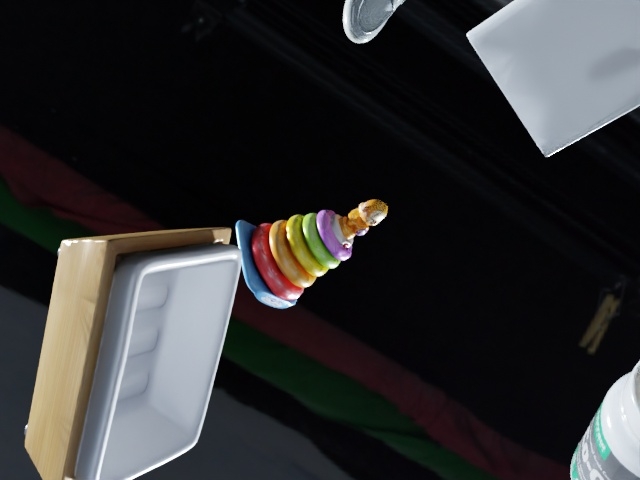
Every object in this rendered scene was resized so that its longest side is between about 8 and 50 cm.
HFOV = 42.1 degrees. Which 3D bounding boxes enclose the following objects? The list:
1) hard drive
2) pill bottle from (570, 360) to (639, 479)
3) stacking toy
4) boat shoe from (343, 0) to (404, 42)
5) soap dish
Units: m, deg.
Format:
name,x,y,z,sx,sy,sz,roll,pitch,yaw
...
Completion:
name,x,y,z,sx,sy,sz,roll,pitch,yaw
hard drive,0.370,-0.267,1.061,0.308,0.040,0.203,-31,-82,33
pill bottle,0.551,0.336,1.377,0.204,0.204,0.361,16,-35,14
stacking toy,0.000,0.000,1.613,0.302,0.165,0.175,-26,-29,21
boat shoe,0.116,-0.436,1.398,0.079,0.227,0.081,34,-10,-26
soap dish,-0.212,0.122,0.948,0.118,0.229,0.290,19,-78,24
